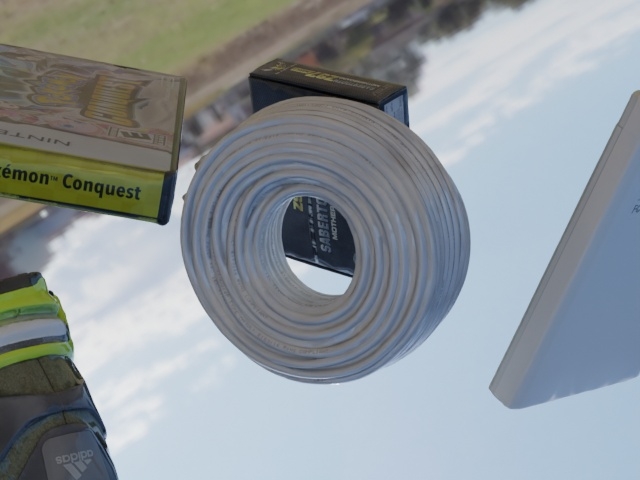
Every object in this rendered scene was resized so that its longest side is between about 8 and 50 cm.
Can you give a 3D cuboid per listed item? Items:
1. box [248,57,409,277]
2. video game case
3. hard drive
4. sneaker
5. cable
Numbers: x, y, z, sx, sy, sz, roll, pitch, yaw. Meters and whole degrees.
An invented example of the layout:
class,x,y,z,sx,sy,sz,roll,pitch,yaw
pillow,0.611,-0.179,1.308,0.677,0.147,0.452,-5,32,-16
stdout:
class,x,y,z,sx,sy,sz,roll,pitch,yaw
box,0.015,-0.076,1.560,0.183,0.232,0.059,18,-144,35
video game case,-0.211,-0.085,0.877,0.248,0.035,0.275,9,-162,-7
hard drive,0.282,0.007,1.242,0.203,0.040,0.307,-7,129,-42
sneaker,-0.188,0.151,0.689,0.111,0.121,0.300,-11,148,-39
cable,0.000,0.000,1.236,0.257,0.257,0.089,-31,177,29
